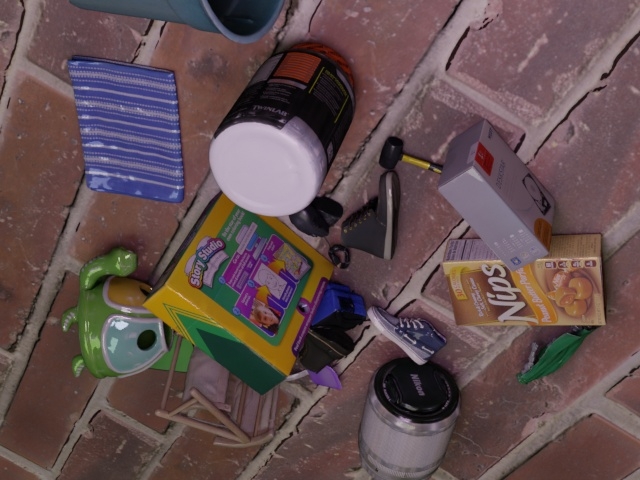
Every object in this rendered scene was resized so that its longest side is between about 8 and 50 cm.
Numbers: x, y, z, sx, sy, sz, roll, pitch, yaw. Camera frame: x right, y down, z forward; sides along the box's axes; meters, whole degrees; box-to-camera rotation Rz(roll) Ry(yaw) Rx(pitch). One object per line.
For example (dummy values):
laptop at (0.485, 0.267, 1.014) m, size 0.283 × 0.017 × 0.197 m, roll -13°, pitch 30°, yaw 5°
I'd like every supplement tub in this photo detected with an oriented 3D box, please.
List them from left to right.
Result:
supplement tub at (-0.056, -0.215, 1.609) m, size 0.207 × 0.338 × 0.207 m, roll 10°, pitch 130°, yaw 12°

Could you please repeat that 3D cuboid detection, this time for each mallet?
mallet at (0.208, -0.145, 1.774) m, size 0.190 × 0.039 × 0.062 m, roll 24°, pitch 130°, yaw -5°

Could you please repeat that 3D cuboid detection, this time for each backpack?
backpack at (0.046, 0.153, 2.024) m, size 0.120 × 0.101 × 0.098 m, roll 18°, pitch 144°, yaw -39°

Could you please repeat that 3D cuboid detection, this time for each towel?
towel at (-0.422, -0.233, 1.924) m, size 0.243 × 0.040 × 0.335 m, roll 11°, pitch 129°, yaw 10°

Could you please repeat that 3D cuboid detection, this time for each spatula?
spatula at (-0.086, 0.350, 2.269) m, size 0.297 × 0.030 × 0.084 m, roll -6°, pitch 124°, yaw 24°

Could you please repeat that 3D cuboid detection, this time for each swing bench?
swing bench at (-0.233, 0.343, 2.135) m, size 0.255 × 0.253 × 0.165 m, roll 35°, pitch 131°, yaw -27°

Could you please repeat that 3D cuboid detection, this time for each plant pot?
plant pot at (-0.267, -0.514, 1.480) m, size 0.334 × 0.341 × 0.341 m, roll 9°, pitch 130°, yaw 24°

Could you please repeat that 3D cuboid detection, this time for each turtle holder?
turtle holder at (-0.490, 0.180, 2.176) m, size 0.228 × 0.243 × 0.320 m, roll -3°, pitch 86°, yaw 4°

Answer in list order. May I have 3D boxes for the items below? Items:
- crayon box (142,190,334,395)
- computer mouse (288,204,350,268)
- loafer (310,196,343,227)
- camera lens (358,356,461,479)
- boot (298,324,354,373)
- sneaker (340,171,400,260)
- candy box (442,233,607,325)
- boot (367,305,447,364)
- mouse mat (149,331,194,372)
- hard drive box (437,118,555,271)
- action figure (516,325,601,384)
crayon box at (-0.160, 0.093, 1.873) m, size 0.313 × 0.363 × 0.106 m, roll 39°, pitch 130°, yaw -12°
computer mouse at (0.000, 0.000, 1.912) m, size 0.071 × 0.041 × 0.242 m, roll -7°, pitch 142°, yaw 30°
loafer at (-0.038, -0.077, 1.897) m, size 0.170 × 0.062 × 0.061 m, roll 29°, pitch 135°, yaw -3°
camera lens at (0.209, 0.433, 2.105) m, size 0.220 × 0.219 × 0.274 m, roll 15°, pitch 130°, yaw 8°
boot at (-0.035, 0.242, 2.128) m, size 0.198 × 0.077 × 0.137 m, roll 41°, pitch 124°, yaw -13°
sneaker at (0.101, -0.053, 1.850) m, size 0.118 × 0.083 × 0.222 m, roll 10°, pitch 130°, yaw 12°
candy box at (0.429, 0.086, 1.840) m, size 0.317 × 0.087 × 0.182 m, roll -3°, pitch 126°, yaw 21°
boot at (0.201, 0.199, 2.036) m, size 0.190 × 0.069 × 0.086 m, roll 41°, pitch 111°, yaw -14°
mouse mat at (-0.419, 0.296, 2.360) m, size 0.190 × 0.007 × 0.152 m, roll 3°, pitch 128°, yaw 16°
hard drive box at (0.339, -0.086, 1.676) m, size 0.089 × 0.181 × 0.232 m, roll -32°, pitch 112°, yaw 36°
action figure at (0.506, 0.249, 1.937) m, size 0.137 × 0.063 × 0.232 m, roll -2°, pitch 141°, yaw -37°
